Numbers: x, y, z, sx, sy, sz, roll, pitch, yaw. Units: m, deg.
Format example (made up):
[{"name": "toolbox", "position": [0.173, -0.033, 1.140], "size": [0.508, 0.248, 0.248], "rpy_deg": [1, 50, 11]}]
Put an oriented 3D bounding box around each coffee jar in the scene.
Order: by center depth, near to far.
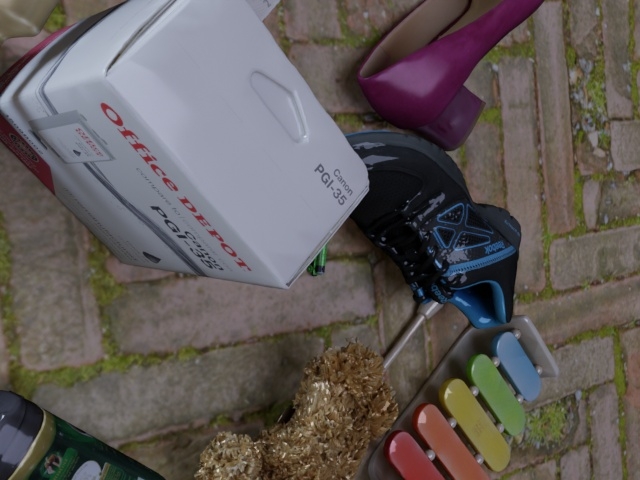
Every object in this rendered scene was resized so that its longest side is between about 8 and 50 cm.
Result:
[{"name": "coffee jar", "position": [-0.229, 0.203, 0.726], "size": [0.184, 0.096, 0.079], "rpy_deg": [42, 66, -31]}]

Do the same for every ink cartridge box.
[{"name": "ink cartridge box", "position": [-0.130, -0.078, 0.666], "size": [0.117, 0.283, 0.207], "rpy_deg": [-52, 120, -23]}]

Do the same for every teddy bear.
[{"name": "teddy bear", "position": [-0.033, 0.253, 0.833], "size": [0.338, 0.113, 0.245], "rpy_deg": [-36, 144, -33]}]

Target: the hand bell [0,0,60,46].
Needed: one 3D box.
[{"name": "hand bell", "position": [-0.251, -0.126, 0.597], "size": [0.126, 0.126, 0.241], "rpy_deg": [24, 86, -36]}]

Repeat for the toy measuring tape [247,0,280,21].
[{"name": "toy measuring tape", "position": [0.004, -0.302, 0.863], "size": [0.121, 0.121, 0.330], "rpy_deg": [50, 65, -28]}]

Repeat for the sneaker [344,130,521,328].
[{"name": "sneaker", "position": [0.123, -0.009, 0.942], "size": [0.341, 0.125, 0.139], "rpy_deg": [27, 54, -35]}]

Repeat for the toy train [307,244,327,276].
[{"name": "toy train", "position": [0.000, 0.000, 0.933], "size": [0.017, 0.024, 0.083], "rpy_deg": [5, 89, -37]}]

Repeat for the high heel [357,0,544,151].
[{"name": "high heel", "position": [0.171, -0.302, 0.974], "size": [0.181, 0.127, 0.377], "rpy_deg": [26, 80, -46]}]

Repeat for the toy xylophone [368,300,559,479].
[{"name": "toy xylophone", "position": [0.162, 0.216, 1.033], "size": [0.236, 0.081, 0.322], "rpy_deg": [46, 66, -29]}]
